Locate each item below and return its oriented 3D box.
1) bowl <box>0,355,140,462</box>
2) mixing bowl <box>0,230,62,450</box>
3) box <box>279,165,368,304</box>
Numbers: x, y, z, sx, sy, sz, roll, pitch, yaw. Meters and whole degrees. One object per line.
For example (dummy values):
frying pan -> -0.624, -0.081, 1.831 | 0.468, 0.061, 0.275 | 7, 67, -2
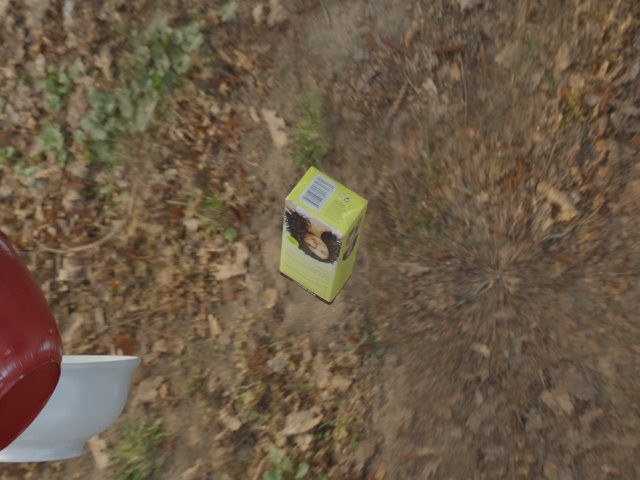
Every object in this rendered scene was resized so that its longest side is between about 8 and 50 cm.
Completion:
bowl -> -0.393, 0.226, 1.464 | 0.297, 0.298, 0.134 | -2, 86, 9
mixing bowl -> -0.250, 0.091, 0.759 | 0.098, 0.181, 0.181 | 36, 94, 13
box -> 0.000, 0.000, 1.349 | 0.087, 0.232, 0.058 | 32, 68, 11
